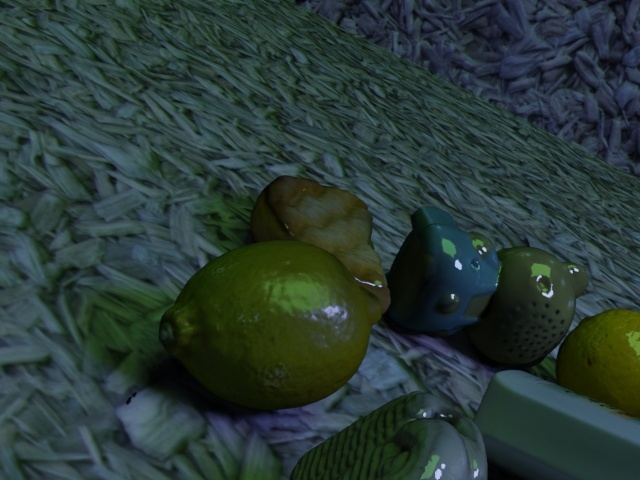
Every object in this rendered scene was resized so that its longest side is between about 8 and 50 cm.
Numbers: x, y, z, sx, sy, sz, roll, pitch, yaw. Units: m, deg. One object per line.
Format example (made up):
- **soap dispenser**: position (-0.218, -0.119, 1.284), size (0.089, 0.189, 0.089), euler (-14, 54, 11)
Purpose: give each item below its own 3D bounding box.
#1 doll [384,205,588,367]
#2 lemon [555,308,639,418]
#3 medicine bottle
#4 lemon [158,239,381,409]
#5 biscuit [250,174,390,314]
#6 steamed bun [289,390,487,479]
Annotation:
- **doll**: position (0.234, 0.074, 1.381), size (0.261, 0.177, 0.161), euler (19, 21, -15)
- **lemon**: position (0.423, 0.190, 1.360), size (0.178, 0.178, 0.203), euler (-1, 48, -48)
- **medicine bottle**: position (0.334, 0.251, 1.066), size (0.324, 0.124, 0.179), euler (22, -7, 42)
- **lemon**: position (-0.054, 0.090, 1.042), size (0.249, 0.184, 0.184), euler (-4, 36, -23)
- **biscuit**: position (-0.001, 0.001, 1.377), size (0.213, 0.091, 0.274), euler (27, 25, -10)
- **steamed bun**: position (0.061, 0.246, 0.851), size (0.144, 0.218, 0.211), euler (49, 17, -8)
